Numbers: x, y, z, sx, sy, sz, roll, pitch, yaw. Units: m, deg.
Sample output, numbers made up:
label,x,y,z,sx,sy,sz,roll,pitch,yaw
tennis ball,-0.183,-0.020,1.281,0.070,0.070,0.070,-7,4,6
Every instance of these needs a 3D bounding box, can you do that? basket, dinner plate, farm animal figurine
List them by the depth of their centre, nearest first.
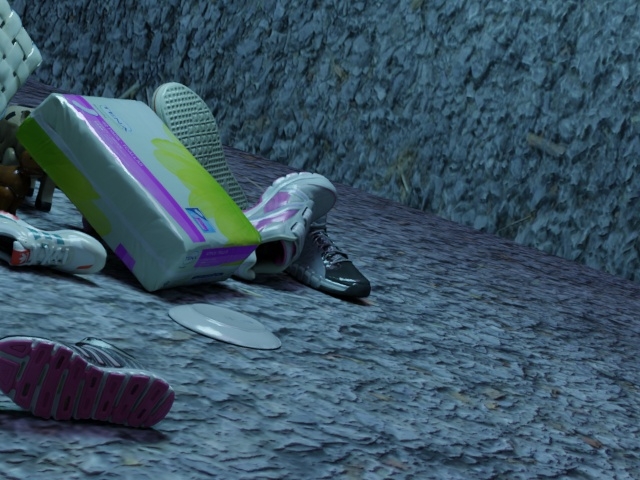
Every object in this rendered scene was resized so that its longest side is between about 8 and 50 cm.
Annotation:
label,x,y,z,sx,sy,sz,roll,pitch,yaw
dinner plate,-0.112,0.099,1.619,0.141,0.017,0.141,18,7,-2
basket,-0.553,-0.244,1.866,0.289,0.255,0.201,-2,-42,30
farm animal figurine,-0.394,-0.128,2.008,0.327,0.172,0.330,24,10,42

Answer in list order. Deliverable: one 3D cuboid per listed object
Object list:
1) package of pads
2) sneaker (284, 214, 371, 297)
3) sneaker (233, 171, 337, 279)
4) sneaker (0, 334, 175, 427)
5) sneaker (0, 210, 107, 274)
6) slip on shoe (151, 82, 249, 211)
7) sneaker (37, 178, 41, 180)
label,x,y,z,sx,sy,sz,roll,pitch,yaw
package of pads,-0.235,-0.069,1.815,0.296,0.101,0.229,48,19,14
sneaker,0.000,0.000,2.117,0.228,0.132,0.086,23,10,40
sneaker,-0.062,-0.010,2.020,0.252,0.103,0.111,-32,56,-30
sneaker,-0.209,0.113,1.142,0.170,0.063,0.075,18,6,-35
sneaker,-0.338,0.015,1.617,0.161,0.057,0.075,18,24,-5
slip on shoe,-0.207,-0.115,2.140,0.101,0.123,0.331,5,-36,22
sneaker,-0.394,-0.150,2.338,0.182,0.127,0.315,18,9,-14
